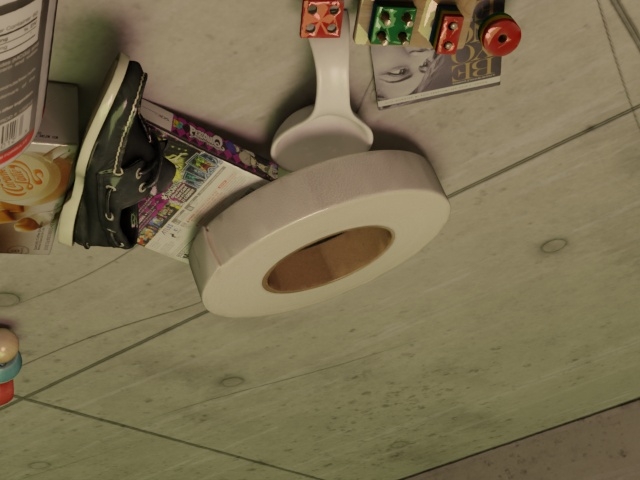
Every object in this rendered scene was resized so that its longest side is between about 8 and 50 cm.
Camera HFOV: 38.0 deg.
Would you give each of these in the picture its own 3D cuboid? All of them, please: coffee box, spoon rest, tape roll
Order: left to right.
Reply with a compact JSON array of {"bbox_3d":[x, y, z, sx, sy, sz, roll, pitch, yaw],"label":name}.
[{"bbox_3d":[-0.390,-0.086,1.155,0.141,0.098,0.246,4,146,-23],"label":"coffee box"},{"bbox_3d":[0.000,0.000,1.362,0.392,0.072,0.392,-20,161,-7],"label":"tape roll"},{"bbox_3d":[0.004,-0.161,1.170,0.137,0.084,0.276,-7,149,-6],"label":"spoon rest"}]

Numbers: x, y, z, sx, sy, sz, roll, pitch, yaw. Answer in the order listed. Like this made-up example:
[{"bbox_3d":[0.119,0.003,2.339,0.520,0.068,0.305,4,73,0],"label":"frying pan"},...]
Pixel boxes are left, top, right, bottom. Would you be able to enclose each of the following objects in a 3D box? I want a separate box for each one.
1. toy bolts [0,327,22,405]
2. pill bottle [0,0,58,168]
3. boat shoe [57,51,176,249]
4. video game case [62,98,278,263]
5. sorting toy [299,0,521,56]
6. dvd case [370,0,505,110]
[{"bbox_3d":[-0.606,0.235,1.559,0.229,0.218,0.158,-12,149,-36],"label":"toy bolts"},{"bbox_3d":[-0.337,-0.232,0.818,0.210,0.210,0.363,2,147,-21],"label":"pill bottle"},{"bbox_3d":[-0.231,-0.085,1.107,0.113,0.127,0.340,20,139,-12],"label":"boat shoe"},{"bbox_3d":[-0.206,-0.070,1.259,0.210,0.041,0.232,24,137,-26],"label":"video game case"},{"bbox_3d":[0.104,-0.266,1.018,0.275,0.046,0.132,0,129,-13],"label":"sorting toy"},{"bbox_3d":[0.141,-0.246,1.134,0.165,0.018,0.221,-12,150,2],"label":"dvd case"}]
